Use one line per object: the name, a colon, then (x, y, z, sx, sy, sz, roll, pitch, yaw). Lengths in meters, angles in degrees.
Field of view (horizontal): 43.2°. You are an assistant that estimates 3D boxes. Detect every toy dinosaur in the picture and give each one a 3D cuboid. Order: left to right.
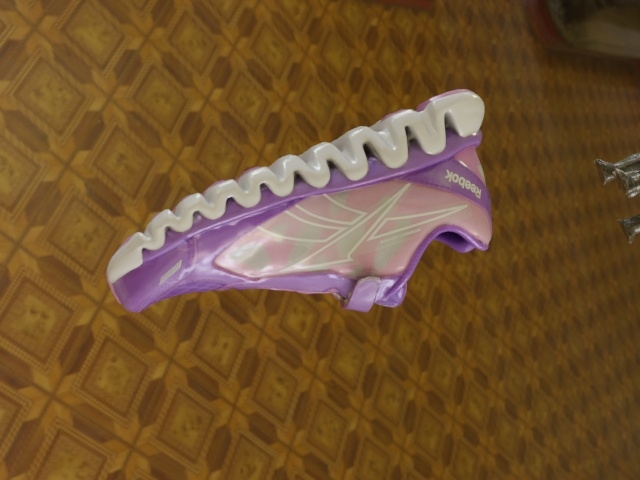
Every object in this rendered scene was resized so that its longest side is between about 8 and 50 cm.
toy dinosaur: (0.383, -0.067, 0.816, 0.313, 0.160, 0.121, 36, 30, -80)

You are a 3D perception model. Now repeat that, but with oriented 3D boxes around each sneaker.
sneaker: (0.000, 0.000, 0.460, 0.236, 0.095, 0.104, -22, 94, -9)
